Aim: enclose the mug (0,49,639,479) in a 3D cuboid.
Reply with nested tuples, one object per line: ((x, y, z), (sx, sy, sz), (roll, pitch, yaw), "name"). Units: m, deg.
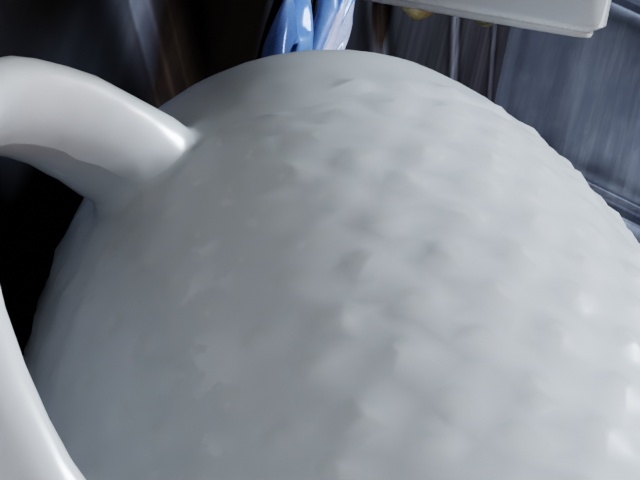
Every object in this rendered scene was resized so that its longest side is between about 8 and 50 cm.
((-0.005, 0.080, 0.461), (0.374, 0.276, 0.328), (38, 28, -46), "mug")

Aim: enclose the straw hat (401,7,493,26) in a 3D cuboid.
((0.084, -0.221, 1.144), (0.061, 0.144, 0.144), (-35, 163, -3), "straw hat")

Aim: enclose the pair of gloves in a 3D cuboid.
((-0.005, -0.120, 0.896), (0.198, 0.023, 0.159), (40, 62, -77), "pair of gloves")

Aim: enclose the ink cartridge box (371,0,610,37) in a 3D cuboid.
((0.067, -0.249, 0.665), (0.197, 0.198, 0.270), (-40, 141, -75), "ink cartridge box")
